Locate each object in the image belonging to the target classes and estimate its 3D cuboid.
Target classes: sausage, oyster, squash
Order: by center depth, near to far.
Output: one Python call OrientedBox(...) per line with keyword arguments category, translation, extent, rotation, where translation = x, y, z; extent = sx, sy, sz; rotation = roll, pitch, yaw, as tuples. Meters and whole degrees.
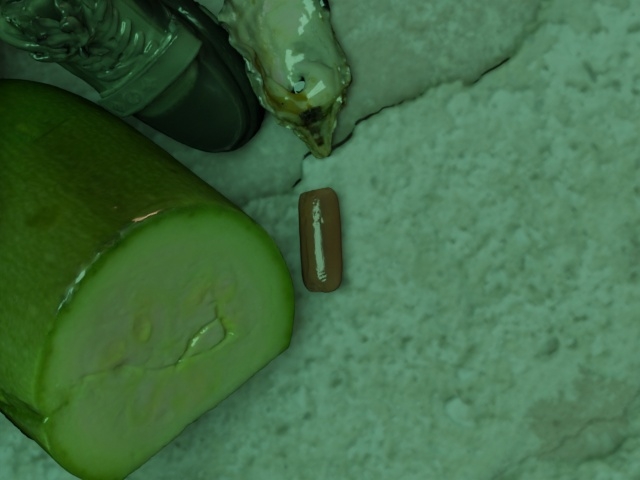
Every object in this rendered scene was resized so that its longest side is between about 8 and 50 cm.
OrientedBox(category="squash", translation=(-0.210, 0.004, 1.393), extent=(0.234, 0.210, 0.309), rotation=(-40, 43, -18))
OrientedBox(category="oyster", translation=(-0.022, -0.152, 1.403), extent=(0.146, 0.045, 0.121), rotation=(33, 78, -11))
OrientedBox(category="sausage", translation=(0.000, 0.000, 1.404), extent=(0.034, 0.034, 0.083), rotation=(-4, 88, 13))

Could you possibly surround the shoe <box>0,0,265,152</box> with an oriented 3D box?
OrientedBox(category="shoe", translation=(-0.173, -0.156, 1.354), extent=(0.293, 0.149, 0.109), rotation=(42, 114, -9))
